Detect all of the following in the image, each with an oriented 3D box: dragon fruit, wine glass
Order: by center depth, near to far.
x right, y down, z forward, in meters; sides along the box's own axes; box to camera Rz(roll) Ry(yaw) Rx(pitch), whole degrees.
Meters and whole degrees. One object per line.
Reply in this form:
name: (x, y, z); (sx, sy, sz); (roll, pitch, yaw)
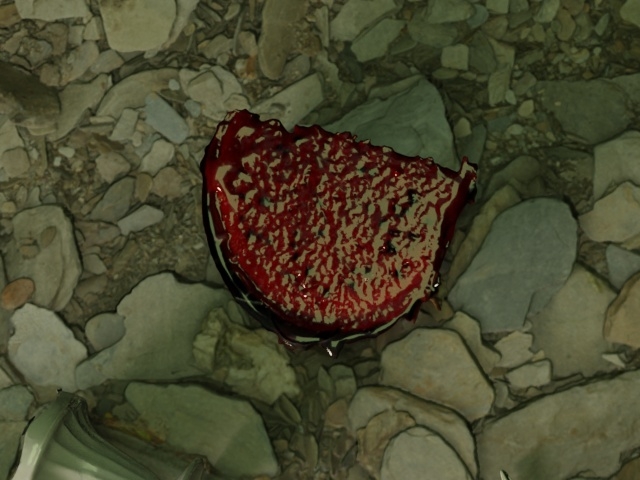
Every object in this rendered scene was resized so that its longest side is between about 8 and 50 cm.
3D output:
wine glass: (-0.250, 0.285, 1.384); (0.196, 0.165, 0.165); (22, 79, 6)
dragon fruit: (0.000, 0.000, 1.448); (0.344, 0.100, 0.282); (18, 80, 15)

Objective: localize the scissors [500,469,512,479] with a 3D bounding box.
scissors: (0.237, 0.323, 1.373); (0.058, 0.014, 0.119); (-26, 77, 0)
